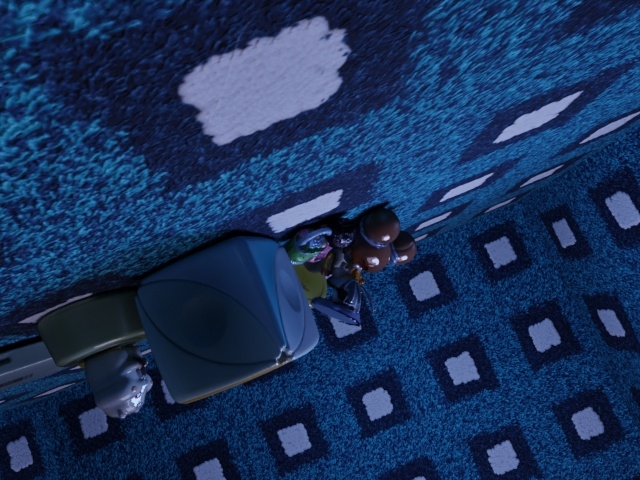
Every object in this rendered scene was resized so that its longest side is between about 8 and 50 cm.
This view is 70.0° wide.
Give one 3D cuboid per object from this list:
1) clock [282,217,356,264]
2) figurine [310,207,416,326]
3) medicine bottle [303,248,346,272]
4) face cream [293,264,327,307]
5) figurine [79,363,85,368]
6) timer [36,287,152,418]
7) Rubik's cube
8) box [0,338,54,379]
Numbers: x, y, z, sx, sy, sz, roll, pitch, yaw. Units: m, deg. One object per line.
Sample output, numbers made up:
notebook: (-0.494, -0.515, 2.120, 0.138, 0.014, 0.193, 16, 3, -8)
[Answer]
clock: (0.000, 0.000, 1.420, 0.194, 0.100, 0.196, -10, 163, -47)
figurine: (0.145, 0.091, 1.593, 0.248, 0.387, 0.276, 12, 158, 38)
medicine bottle: (0.048, 0.049, 1.743, 0.252, 0.114, 0.114, -11, 165, -47)
face cream: (-0.109, 0.188, 1.829, 0.179, 0.217, 0.218, -32, 166, 40)
figurine: (-0.723, 0.351, 1.472, 0.157, 0.131, 0.246, -6, 148, -22)
timer: (-0.566, 0.323, 1.245, 0.291, 0.315, 0.291, -23, 170, -4)
Rubik's cube: (-0.236, 0.205, 1.248, 0.348, 0.351, 0.352, -25, 168, 11)
box: (-0.983, 0.402, 1.400, 0.373, 0.090, 0.367, -14, 166, -38)
